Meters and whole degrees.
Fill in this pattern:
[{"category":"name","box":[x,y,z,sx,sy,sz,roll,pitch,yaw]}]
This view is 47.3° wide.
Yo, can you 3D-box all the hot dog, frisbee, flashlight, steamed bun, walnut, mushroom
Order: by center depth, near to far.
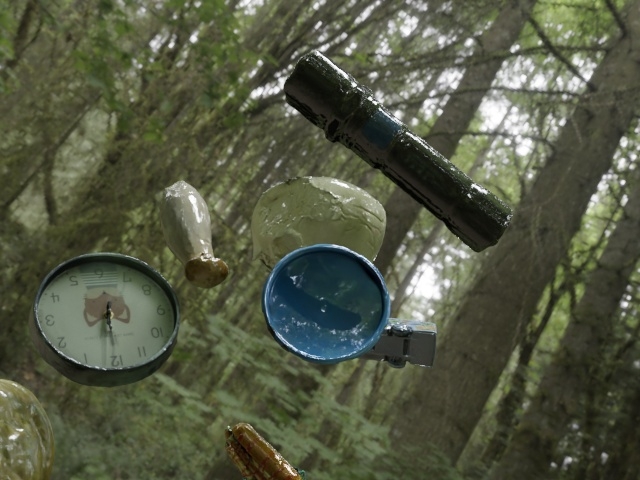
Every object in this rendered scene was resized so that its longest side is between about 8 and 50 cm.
[{"category":"flashlight","box":[0.125,-0.139,1.155,0.424,0.103,0.103,39,-20,3]},{"category":"frisbee","box":[0.010,0.120,1.371,0.242,0.242,0.045,31,-25,10]},{"category":"walnut","box":[-0.643,0.404,1.382,0.277,0.253,0.282,56,-40,3]},{"category":"hot dog","box":[-0.145,0.522,1.704,0.250,0.076,0.104,37,-62,27]},{"category":"mushroom","box":[-0.321,-0.020,1.807,0.350,0.128,0.128,61,0,40]},{"category":"steamed bun","box":[0.000,0.000,1.840,0.312,0.232,0.334,23,-25,-32]}]

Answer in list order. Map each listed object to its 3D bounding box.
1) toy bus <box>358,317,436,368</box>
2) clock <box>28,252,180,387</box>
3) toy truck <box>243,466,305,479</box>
[{"category":"toy bus","box":[0.127,0.241,1.848,0.330,0.109,0.136,6,14,9]},{"category":"clock","box":[-0.471,0.167,1.619,0.325,0.325,0.067,33,-45,4]},{"category":"toy truck","box":[-0.129,0.679,2.082,0.175,0.067,0.081,-4,-23,3]}]
